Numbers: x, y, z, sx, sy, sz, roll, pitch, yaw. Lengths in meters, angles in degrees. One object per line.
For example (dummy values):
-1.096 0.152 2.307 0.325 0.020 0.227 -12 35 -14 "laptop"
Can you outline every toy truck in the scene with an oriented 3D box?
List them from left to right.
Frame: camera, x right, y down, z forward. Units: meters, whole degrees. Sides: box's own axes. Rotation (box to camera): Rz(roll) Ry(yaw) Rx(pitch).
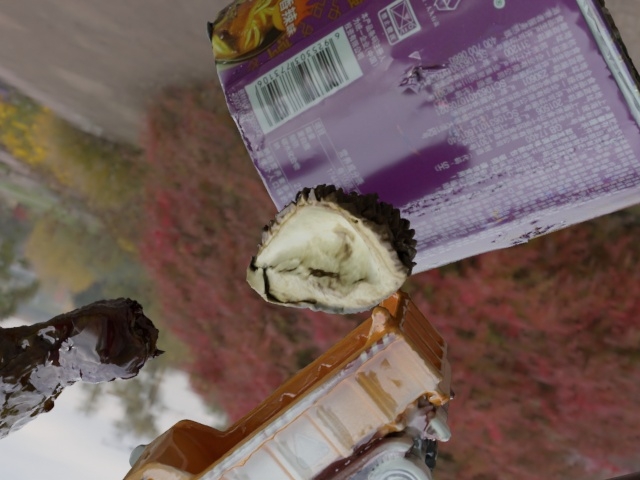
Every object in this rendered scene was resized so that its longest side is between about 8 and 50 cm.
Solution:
-0.029 0.150 0.834 0.135 0.270 0.114 50 -168 -2 "toy truck"

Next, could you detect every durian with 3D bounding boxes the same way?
0.008 0.003 0.684 0.052 0.066 0.130 -3 -176 -40 "durian"

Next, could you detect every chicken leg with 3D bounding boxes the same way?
-0.263 0.065 0.766 0.322 0.177 0.083 16 -143 -12 "chicken leg"

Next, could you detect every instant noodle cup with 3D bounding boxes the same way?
0.094 -0.123 0.990 0.266 0.340 0.340 -27 155 17 "instant noodle cup"

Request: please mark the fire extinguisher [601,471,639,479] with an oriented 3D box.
0.254 0.266 1.069 0.337 0.147 0.106 -14 149 2 "fire extinguisher"
